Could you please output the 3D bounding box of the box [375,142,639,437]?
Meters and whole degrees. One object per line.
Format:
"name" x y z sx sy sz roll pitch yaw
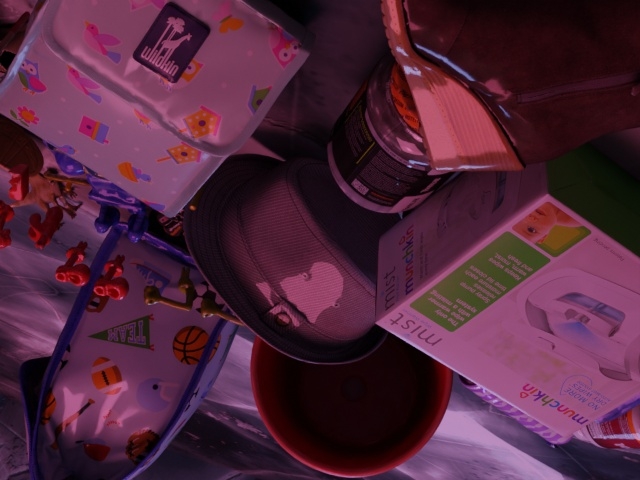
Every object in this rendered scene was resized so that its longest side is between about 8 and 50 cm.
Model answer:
"box" 0.222 0.039 1.148 0.262 0.127 0.231 32 128 -24

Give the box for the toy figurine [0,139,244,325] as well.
"toy figurine" -0.211 -0.072 1.367 0.362 0.191 0.217 15 128 9

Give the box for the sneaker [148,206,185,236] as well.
"sneaker" -0.169 -0.041 1.543 0.072 0.077 0.178 30 158 -21

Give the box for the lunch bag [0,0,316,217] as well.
"lunch bag" -0.155 -0.170 1.104 0.223 0.160 0.262 34 142 -16

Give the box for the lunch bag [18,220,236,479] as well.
"lunch bag" -0.272 0.187 1.680 0.239 0.386 0.328 24 177 0

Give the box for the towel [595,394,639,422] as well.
"towel" 0.285 0.073 1.277 0.336 0.040 0.243 34 131 -26

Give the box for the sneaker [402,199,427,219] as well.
"sneaker" 0.164 0.049 1.357 0.222 0.118 0.083 36 156 -31

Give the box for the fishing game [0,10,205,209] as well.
"fishing game" -0.222 -0.138 1.246 0.264 0.189 0.041 34 129 -12

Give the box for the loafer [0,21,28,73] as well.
"loafer" -0.344 -0.210 1.346 0.056 0.050 0.148 34 157 -28

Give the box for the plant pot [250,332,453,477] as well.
"plant pot" 0.046 0.194 1.669 0.275 0.275 0.243 20 169 7

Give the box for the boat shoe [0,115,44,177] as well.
"boat shoe" -0.452 -0.140 1.623 0.170 0.063 0.059 36 160 -9

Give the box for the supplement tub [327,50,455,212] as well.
"supplement tub" 0.083 -0.104 1.069 0.117 0.117 0.190 25 160 -7

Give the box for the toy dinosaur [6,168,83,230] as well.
"toy dinosaur" -0.410 -0.065 1.796 0.092 0.053 0.183 46 146 -15

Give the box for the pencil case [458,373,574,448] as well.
"pencil case" 0.286 0.212 1.695 0.206 0.086 0.088 36 179 -28

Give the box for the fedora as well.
"fedora" 0.000 0.000 1.293 0.275 0.244 0.124 48 132 -9

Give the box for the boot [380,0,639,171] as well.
"boot" 0.156 -0.164 0.880 0.206 0.090 0.248 -13 129 12

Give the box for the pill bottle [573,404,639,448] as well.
"pill bottle" 0.409 0.239 1.619 0.086 0.086 0.152 31 159 -20
